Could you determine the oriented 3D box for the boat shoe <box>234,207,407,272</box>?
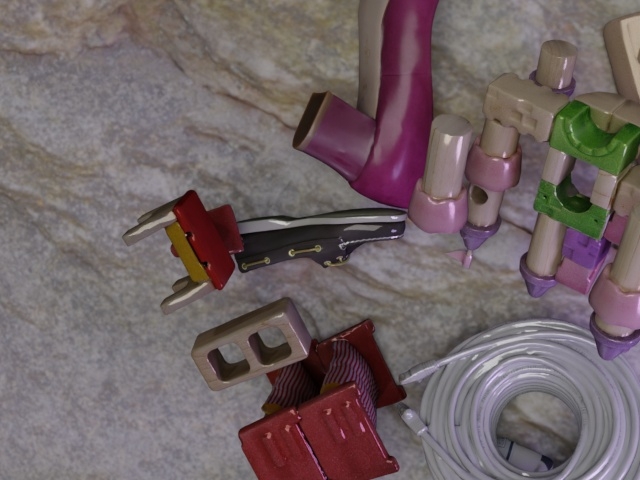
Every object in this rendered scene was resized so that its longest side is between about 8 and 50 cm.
[{"bbox_3d":[0.000,0.000,1.281,0.227,0.081,0.069,-4,96,20],"label":"boat shoe"}]

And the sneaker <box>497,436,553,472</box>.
[{"bbox_3d":[0.214,0.370,1.247,0.091,0.094,0.258,15,96,16],"label":"sneaker"}]

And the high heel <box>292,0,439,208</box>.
[{"bbox_3d":[0.124,-0.230,1.245,0.181,0.127,0.377,27,95,-20],"label":"high heel"}]

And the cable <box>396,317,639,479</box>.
[{"bbox_3d":[0.243,0.215,1.186,0.257,0.089,0.257,-29,61,-1],"label":"cable"}]

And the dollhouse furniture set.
[{"bbox_3d":[-0.048,0.093,1.187,0.152,0.201,0.374,-23,105,13],"label":"dollhouse furniture set"}]

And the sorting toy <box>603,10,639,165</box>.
[{"bbox_3d":[0.450,-0.187,1.193,0.208,0.038,0.193,-15,90,18],"label":"sorting toy"}]

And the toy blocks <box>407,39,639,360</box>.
[{"bbox_3d":[0.287,-0.030,1.152,0.288,0.309,0.260,28,136,26],"label":"toy blocks"}]
